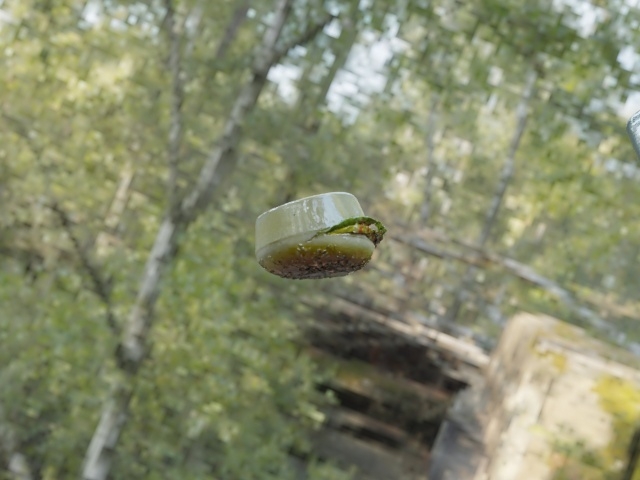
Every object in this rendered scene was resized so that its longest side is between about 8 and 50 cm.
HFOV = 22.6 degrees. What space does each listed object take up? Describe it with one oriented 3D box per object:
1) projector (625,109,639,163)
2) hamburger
[{"bbox_3d":[0.402,-0.087,1.268,0.192,0.256,0.099,39,25,-31],"label":"projector"},{"bbox_3d":[0.000,0.000,1.695,0.141,0.081,0.126,-14,-13,-4],"label":"hamburger"}]
